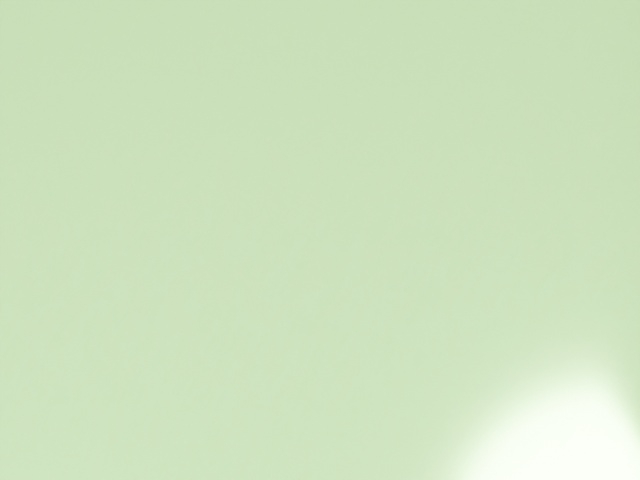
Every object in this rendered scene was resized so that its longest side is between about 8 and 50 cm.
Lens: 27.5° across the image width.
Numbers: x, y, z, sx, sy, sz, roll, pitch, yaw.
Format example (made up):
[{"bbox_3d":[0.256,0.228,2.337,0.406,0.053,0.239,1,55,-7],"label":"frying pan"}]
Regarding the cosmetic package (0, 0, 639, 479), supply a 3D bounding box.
[{"bbox_3d":[0.040,-0.069,0.546,0.393,0.327,0.330,-14,104,-61],"label":"cosmetic package"}]
